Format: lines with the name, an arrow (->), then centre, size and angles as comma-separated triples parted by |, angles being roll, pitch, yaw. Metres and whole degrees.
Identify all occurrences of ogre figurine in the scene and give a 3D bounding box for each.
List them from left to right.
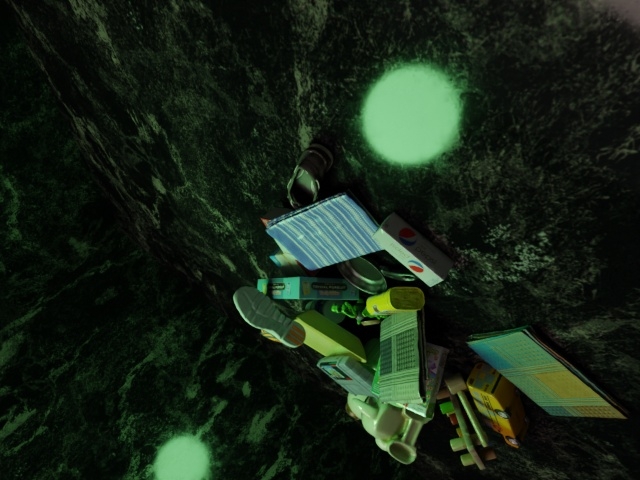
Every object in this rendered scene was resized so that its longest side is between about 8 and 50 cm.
ogre figurine -> 0.145, 0.266, 1.560 | 0.118, 0.197, 0.096 | 71, -174, -78

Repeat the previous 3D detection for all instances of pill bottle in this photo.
pill bottle -> 0.016, 0.299, 1.778 | 0.112, 0.112, 0.187 | 49, 152, -15

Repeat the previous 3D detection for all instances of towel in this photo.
towel -> 0.018, -0.014, 1.265 | 0.336, 0.040, 0.243 | -19, 127, 38
towel -> 0.285, 0.397, 1.429 | 0.056, 0.311, 0.324 | 10, 155, -12
towel -> 0.638, 0.386, 1.206 | 0.370, 0.040, 0.271 | 40, 154, -2

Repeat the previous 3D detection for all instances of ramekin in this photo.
ramekin -> 0.284, 0.559, 1.779 | 0.304, 0.148, 0.303 | 30, 151, 19

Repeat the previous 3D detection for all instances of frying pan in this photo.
frying pan -> 0.165, 0.085, 1.346 | 0.197, 0.053, 0.326 | 41, 151, -3

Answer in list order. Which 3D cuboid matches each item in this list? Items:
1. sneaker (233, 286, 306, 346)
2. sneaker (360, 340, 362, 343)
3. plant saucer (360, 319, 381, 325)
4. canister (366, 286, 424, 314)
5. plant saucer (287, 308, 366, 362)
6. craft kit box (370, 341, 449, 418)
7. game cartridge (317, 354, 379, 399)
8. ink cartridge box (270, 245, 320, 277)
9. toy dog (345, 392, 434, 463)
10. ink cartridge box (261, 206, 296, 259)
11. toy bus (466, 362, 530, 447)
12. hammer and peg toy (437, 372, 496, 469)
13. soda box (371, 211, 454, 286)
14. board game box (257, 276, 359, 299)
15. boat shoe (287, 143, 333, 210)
sneaker -> -0.216, 0.305, 1.590 | 0.321, 0.124, 0.180 | 43, 154, -10
sneaker -> 0.164, 0.521, 1.973 | 0.094, 0.080, 0.212 | 29, 145, 46
plant saucer -> 0.199, 0.322, 1.625 | 0.083, 0.084, 0.015 | 145, 120, -62
canister -> 0.240, 0.202, 1.356 | 0.126, 0.073, 0.170 | 3, 163, -20
plant saucer -> 0.007, 0.391, 1.731 | 0.333, 0.080, 0.333 | 34, 156, -9
craft kit box -> 0.323, 0.481, 1.522 | 0.250, 0.246, 0.061 | 6, 163, 47
game cartridge -> 0.125, 0.584, 1.777 | 0.230, 0.068, 0.355 | 36, 155, -5
ink cartridge box -> -0.082, 0.076, 1.613 | 0.134, 0.078, 0.231 | 50, 150, -18
toy dog -> 0.274, 0.834, 2.023 | 0.396, 0.284, 0.408 | 18, 175, -18
ink cartridge box -> -0.109, -0.023, 1.434 | 0.127, 0.072, 0.175 | 13, 141, 53
toy bus -> 0.615, 0.569, 1.420 | 0.130, 0.108, 0.332 | 8, 138, 46
hammer and peg toy -> 0.502, 0.639, 1.471 | 0.128, 0.265, 0.361 | -22, 133, 13
soda box -> 0.249, 0.025, 1.126 | 0.216, 0.074, 0.069 | 40, 152, 1
board game box -> -0.055, 0.185, 1.583 | 0.254, 0.079, 0.336 | 6, 170, -33
boat shoe -> -0.052, -0.152, 1.220 | 0.112, 0.095, 0.335 | 34, 152, 5
